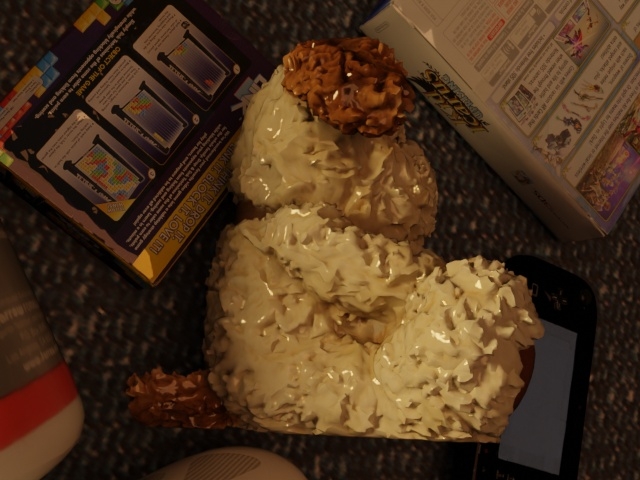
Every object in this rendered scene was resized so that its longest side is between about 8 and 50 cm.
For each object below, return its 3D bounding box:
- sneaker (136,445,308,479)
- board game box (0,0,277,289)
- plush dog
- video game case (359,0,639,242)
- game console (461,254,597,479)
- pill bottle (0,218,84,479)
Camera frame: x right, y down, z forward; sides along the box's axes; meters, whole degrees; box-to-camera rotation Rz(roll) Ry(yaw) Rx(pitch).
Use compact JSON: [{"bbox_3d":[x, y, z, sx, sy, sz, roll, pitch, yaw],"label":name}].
[{"bbox_3d":[-0.076,0.167,0.333,0.169,0.257,0.447,37,30,11],"label":"sneaker"},{"bbox_3d":[-0.115,-0.077,0.566,0.141,0.048,0.170,42,68,-17],"label":"board game box"},{"bbox_3d":[0.000,0.000,0.525,0.211,0.262,0.225,3,79,-3],"label":"plush dog"},{"bbox_3d":[0.199,-0.177,0.716,0.244,0.061,0.269,44,69,-13],"label":"video game case"},{"bbox_3d":[0.130,0.183,0.627,0.213,0.044,0.361,26,68,-36],"label":"game console"},{"bbox_3d":[-0.273,-0.028,0.398,0.210,0.210,0.363,-25,94,-25],"label":"pill bottle"}]
